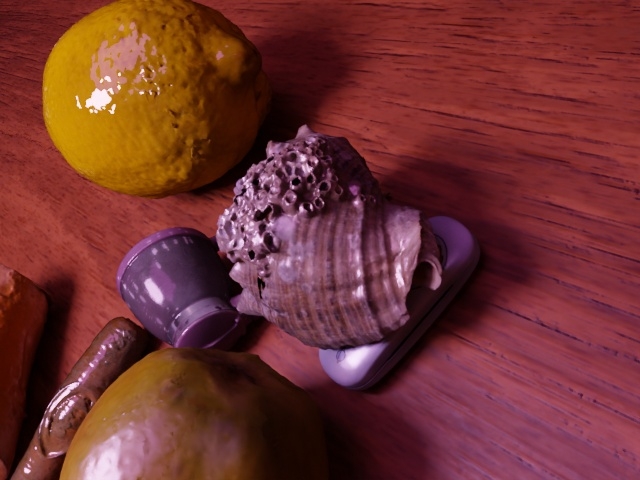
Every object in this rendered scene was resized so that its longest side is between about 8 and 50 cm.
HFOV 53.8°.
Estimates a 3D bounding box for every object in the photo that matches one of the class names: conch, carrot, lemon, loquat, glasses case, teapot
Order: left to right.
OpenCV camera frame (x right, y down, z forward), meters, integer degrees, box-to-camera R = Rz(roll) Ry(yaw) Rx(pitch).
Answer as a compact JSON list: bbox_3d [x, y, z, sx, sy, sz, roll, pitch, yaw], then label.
[{"bbox_3d":[-0.458,0.171,0.844,0.196,0.196,0.254,-20,41,28],"label":"carrot"},{"bbox_3d":[-0.309,0.243,0.731,0.070,0.070,0.342,24,81,45],"label":"carrot"},{"bbox_3d":[-0.202,-0.178,0.791,0.320,0.245,0.245,-10,57,32],"label":"lemon"},{"bbox_3d":[-0.107,0.209,0.498,0.213,0.213,0.246,25,91,45],"label":"loquat"},{"bbox_3d":[-0.132,0.063,0.693,0.146,0.148,0.116,50,134,34],"label":"teapot"},{"bbox_3d":[0.000,0.000,0.557,0.245,0.163,0.178,28,114,38],"label":"conch"},{"bbox_3d":[0.069,0.055,0.560,0.178,0.045,0.067,-49,42,1],"label":"glasses case"}]

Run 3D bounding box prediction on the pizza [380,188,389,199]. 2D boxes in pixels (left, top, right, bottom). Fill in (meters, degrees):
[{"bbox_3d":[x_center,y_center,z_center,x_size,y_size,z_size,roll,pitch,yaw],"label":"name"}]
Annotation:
[{"bbox_3d":[0.027,-0.027,0.660,0.099,0.029,0.100,-38,46,12],"label":"pizza"}]
